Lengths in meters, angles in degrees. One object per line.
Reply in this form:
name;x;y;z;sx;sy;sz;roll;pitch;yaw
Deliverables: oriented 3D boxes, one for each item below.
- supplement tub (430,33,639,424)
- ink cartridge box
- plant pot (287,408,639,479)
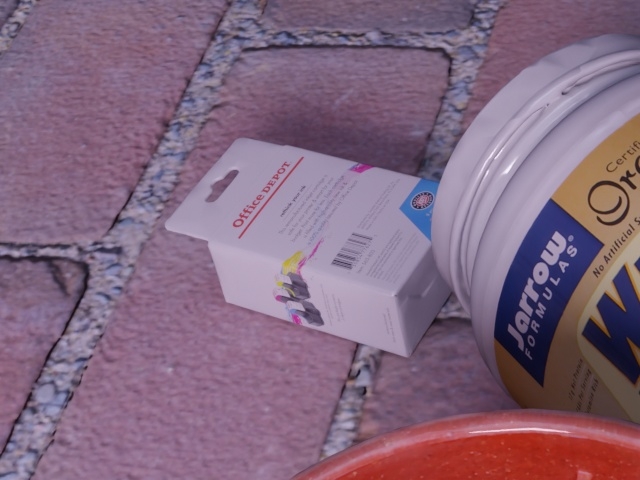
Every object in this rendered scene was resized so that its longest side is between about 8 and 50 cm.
supplement tub;0.221;0.046;0.859;0.228;0.228;0.316;-28;44;-15
ink cartridge box;0.000;0.000;1.091;0.181;0.061;0.104;16;50;29
plant pot;0.086;0.255;0.649;0.272;0.265;0.272;-8;43;8
